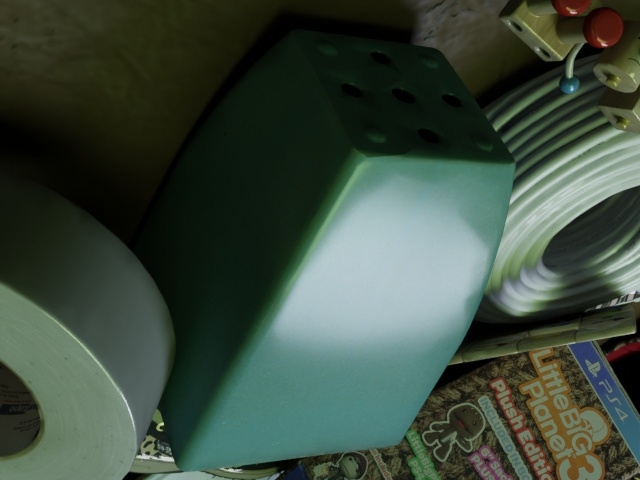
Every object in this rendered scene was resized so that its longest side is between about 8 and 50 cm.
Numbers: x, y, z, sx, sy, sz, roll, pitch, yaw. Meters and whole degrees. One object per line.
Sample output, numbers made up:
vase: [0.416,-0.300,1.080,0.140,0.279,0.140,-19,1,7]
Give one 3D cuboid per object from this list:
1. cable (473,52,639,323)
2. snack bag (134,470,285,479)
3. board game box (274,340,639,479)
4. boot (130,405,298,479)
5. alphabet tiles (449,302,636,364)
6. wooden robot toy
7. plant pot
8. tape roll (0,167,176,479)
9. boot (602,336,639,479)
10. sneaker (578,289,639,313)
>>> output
cable: [0.199,-0.028,0.695,0.257,0.089,0.257,12,134,-40]
snack bag: [-0.121,0.302,1.035,0.323,0.037,0.342,-36,145,20]
board game box: [0.116,0.220,0.858,0.291,0.141,0.232,-22,164,-21]
boot: [-0.054,0.120,0.771,0.236,0.085,0.178,8,134,-39]
alphabet tiles: [0.131,0.081,0.745,0.237,0.009,0.198,-12,177,18]
wooden robot toy: [0.153,-0.139,0.522,0.173,0.076,0.079,37,82,-19]
plant pot: [0.000,0.000,0.567,0.165,0.165,0.234,0,137,-30]
tape roll: [-0.197,0.061,0.521,0.219,0.072,0.219,7,131,8]
boot: [0.392,0.250,1.155,0.284,0.138,0.377,10,132,-40]
sneaker: [0.254,0.029,0.831,0.170,0.063,0.075,-34,151,26]
